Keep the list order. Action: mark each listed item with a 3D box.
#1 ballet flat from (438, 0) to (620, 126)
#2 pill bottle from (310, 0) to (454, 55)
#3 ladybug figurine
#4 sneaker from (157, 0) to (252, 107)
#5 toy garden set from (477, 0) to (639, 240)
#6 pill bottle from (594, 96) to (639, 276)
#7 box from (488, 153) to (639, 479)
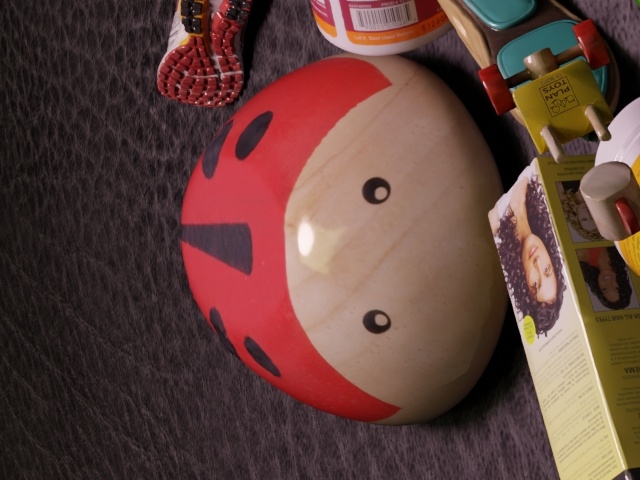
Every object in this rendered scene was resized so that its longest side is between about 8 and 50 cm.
[{"bbox_3d":[0.146,-0.125,1.274,0.232,0.080,0.073,-115,2,-47],"label":"ballet flat"},{"bbox_3d":[0.034,-0.253,1.350,0.121,0.121,0.221,-119,11,-48],"label":"pill bottle"},{"bbox_3d":[0.000,0.000,1.515,0.449,0.162,0.305,-179,86,-69],"label":"ladybug figurine"},{"bbox_3d":[-0.107,-0.219,1.890,0.225,0.088,0.092,114,166,-49],"label":"sneaker"},{"bbox_3d":[0.203,-0.065,0.943,0.049,0.204,0.244,60,-173,-37],"label":"toy garden set"},{"bbox_3d":[0.231,-0.002,0.987,0.215,0.117,0.117,-128,40,-55],"label":"pill bottle"},{"bbox_3d":[0.176,0.064,1.220,0.087,0.058,0.232,123,138,-57],"label":"box"}]
